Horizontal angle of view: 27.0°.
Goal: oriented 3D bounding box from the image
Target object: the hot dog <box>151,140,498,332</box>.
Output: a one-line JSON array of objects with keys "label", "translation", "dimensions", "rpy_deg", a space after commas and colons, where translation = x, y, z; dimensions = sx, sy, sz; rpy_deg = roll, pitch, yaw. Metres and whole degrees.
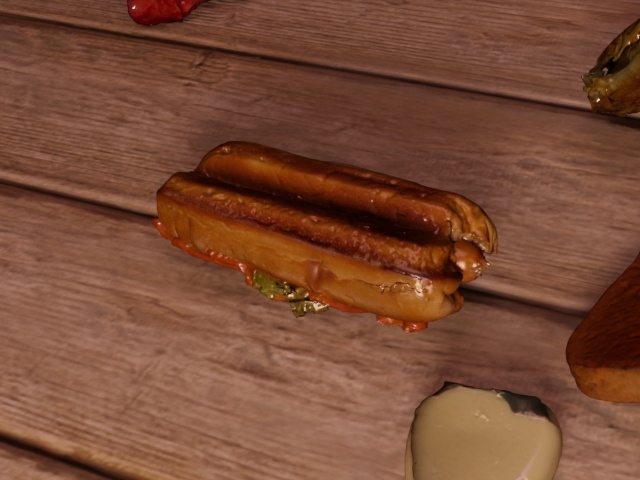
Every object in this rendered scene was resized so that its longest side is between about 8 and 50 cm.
[{"label": "hot dog", "translation": [0.000, 0.000, 1.294], "dimensions": [0.348, 0.117, 0.158], "rpy_deg": [15, 38, 28]}]

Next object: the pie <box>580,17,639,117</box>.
[{"label": "pie", "translation": [0.440, -0.221, 1.403], "dimensions": [0.354, 0.288, 0.103], "rpy_deg": [-14, 79, -28]}]

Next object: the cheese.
[{"label": "cheese", "translation": [0.111, 0.218, 1.051], "dimensions": [0.127, 0.054, 0.251], "rpy_deg": [7, 41, 17]}]

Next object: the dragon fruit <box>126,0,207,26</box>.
[{"label": "dragon fruit", "translation": [-0.162, -0.414, 1.837], "dimensions": [0.302, 0.240, 0.330], "rpy_deg": [26, 66, -2]}]

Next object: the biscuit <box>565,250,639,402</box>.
[{"label": "biscuit", "translation": [0.353, 0.051, 1.140], "dimensions": [0.262, 0.052, 0.277], "rpy_deg": [-14, 21, 45]}]
